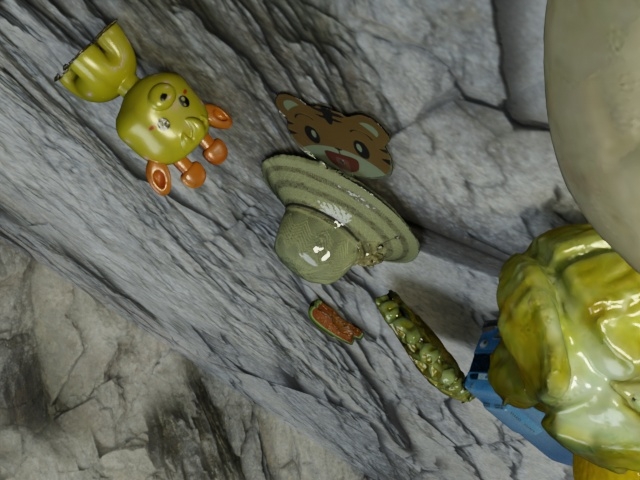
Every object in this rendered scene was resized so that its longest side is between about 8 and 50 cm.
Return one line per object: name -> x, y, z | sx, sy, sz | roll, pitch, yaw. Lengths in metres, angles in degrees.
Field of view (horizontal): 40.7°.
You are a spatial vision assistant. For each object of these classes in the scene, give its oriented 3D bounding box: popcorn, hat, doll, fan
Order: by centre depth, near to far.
popcorn -> 0.297, 0.113, 0.889 | 0.276, 0.225, 0.276 | 161, 90, -84
fan -> 0.030, -0.097, 1.054 | 0.152, 0.008, 0.227 | 20, 157, 23
doll -> -0.213, -0.159, 1.063 | 0.221, 0.143, 0.135 | 43, 155, -13
hat -> 0.000, 0.000, 1.153 | 0.252, 0.110, 0.252 | 28, 163, 9

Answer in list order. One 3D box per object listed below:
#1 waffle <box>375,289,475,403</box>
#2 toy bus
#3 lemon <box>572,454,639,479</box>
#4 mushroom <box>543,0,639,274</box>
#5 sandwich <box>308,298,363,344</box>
waffle -> 0.158, 0.164, 1.317 | 0.208, 0.054, 0.214 | 54, -177, 29
toy bus -> 0.318, 0.219, 1.225 | 0.234, 0.134, 0.116 | 40, 158, -26
lemon -> 0.439, 0.287, 1.096 | 0.228, 0.228, 0.253 | 31, 167, -4
mushroom -> 0.268, -0.063, 0.380 | 0.353, 0.325, 0.353 | 2, 159, 1
sandwich -> 0.020, 0.148, 1.595 | 0.067, 0.029, 0.135 | -2, 142, 45
